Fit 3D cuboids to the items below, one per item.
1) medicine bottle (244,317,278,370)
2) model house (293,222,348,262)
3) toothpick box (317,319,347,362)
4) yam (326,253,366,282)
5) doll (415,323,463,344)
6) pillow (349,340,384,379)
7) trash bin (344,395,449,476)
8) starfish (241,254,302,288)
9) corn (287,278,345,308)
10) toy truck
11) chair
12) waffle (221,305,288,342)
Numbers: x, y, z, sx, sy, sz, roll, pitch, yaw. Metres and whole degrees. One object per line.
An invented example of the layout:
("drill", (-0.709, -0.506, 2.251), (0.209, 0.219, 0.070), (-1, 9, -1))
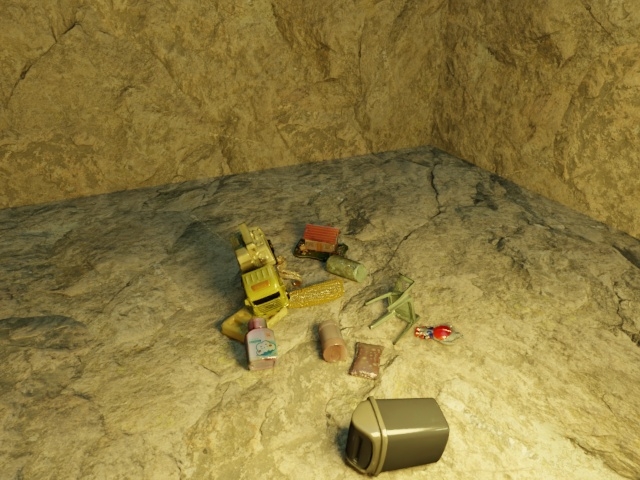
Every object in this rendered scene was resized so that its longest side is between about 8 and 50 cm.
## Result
("medicine bottle", (-0.238, 0.404, 1.674), (0.119, 0.094, 0.187), (-4, 49, -16))
("model house", (0.001, 0.000, 2.372), (0.294, 0.153, 0.207), (8, 30, 12))
("toothpick box", (0.046, 0.405, 1.721), (0.099, 0.098, 0.149), (-5, 30, -8))
("yam", (0.135, 0.144, 2.170), (0.194, 0.107, 0.107), (18, 34, 27))
("doll", (0.497, 0.393, 1.787), (0.195, 0.062, 0.104), (1, 12, 18))
("pillow", (0.185, 0.465, 1.673), (0.118, 0.043, 0.185), (9, 31, 10))
("trash bin", (0.225, 0.590, 1.301), (0.291, 0.209, 0.182), (0, 28, -12))
("starfish", (-0.250, 0.160, 2.088), (0.304, 0.112, 0.312), (-8, 31, -32))
("corn", (-0.015, 0.252, 1.987), (0.311, 0.101, 0.101), (-14, 33, -18))
("toy truck", (-0.277, 0.114, 1.875), (0.181, 0.254, 0.405), (-23, 54, -1))
("chair", (0.331, 0.277, 1.852), (0.275, 0.203, 0.191), (-28, 29, -32))
("waffle", (-0.287, 0.343, 1.868), (0.168, 0.057, 0.274), (19, 35, 30))
